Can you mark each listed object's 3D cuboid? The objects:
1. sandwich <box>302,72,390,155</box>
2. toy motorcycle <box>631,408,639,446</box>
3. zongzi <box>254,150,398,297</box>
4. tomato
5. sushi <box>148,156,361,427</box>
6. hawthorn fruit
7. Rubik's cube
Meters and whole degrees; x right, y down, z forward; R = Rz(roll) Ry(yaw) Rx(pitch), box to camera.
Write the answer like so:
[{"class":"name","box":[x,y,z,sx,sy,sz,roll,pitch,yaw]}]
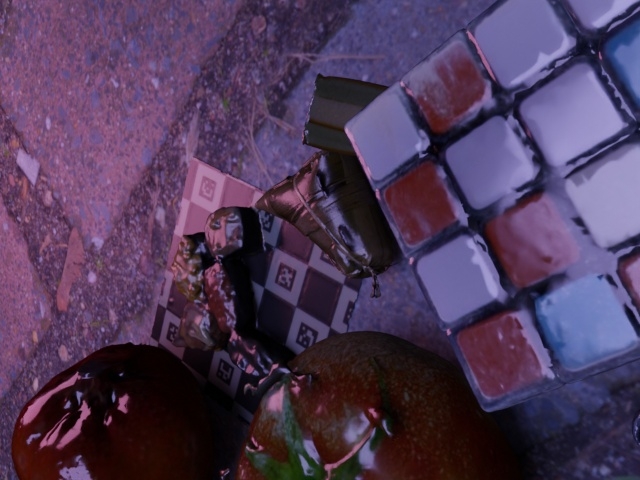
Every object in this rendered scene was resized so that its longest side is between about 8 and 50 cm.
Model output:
[{"class":"sandwich","box":[0.077,-0.120,0.660,0.113,0.163,0.079,24,108,33]},{"class":"toy motorcycle","box":[0.368,0.161,0.525,0.193,0.061,0.124,22,104,35]},{"class":"zongzi","box":[0.000,0.000,0.783,0.178,0.081,0.188,-28,77,40]},{"class":"tomato","box":[0.060,0.252,0.659,0.304,0.239,0.303,-9,76,40]},{"class":"sushi","box":[-0.129,0.095,0.899,0.359,0.064,0.343,27,109,32]},{"class":"hawthorn fruit","box":[-0.282,0.308,0.905,0.295,0.295,0.311,-6,95,38]},{"class":"Rubik's cube","box":[0.221,-0.048,0.497,0.256,0.259,0.253,-34,75,35]}]
